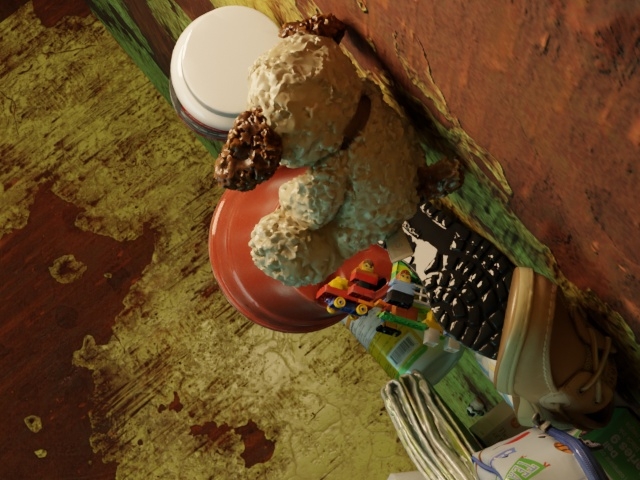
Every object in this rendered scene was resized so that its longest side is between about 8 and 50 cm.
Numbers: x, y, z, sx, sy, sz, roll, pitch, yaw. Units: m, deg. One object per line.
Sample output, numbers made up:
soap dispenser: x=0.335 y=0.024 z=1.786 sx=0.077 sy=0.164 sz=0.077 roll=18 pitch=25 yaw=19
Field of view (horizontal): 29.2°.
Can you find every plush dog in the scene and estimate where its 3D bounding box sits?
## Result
plush dog: x=0.009 y=-0.109 z=1.273 sx=0.210 sy=0.262 sz=0.225 roll=-8 pitch=139 yaw=44

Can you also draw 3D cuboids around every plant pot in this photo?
plant pot: x=0.000 y=0.000 z=1.742 sx=0.272 sy=0.272 sz=0.265 roll=52 pitch=166 yaw=-8

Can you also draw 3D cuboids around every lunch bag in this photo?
lunch bag: x=0.257 y=0.320 z=1.215 sx=0.243 sy=0.115 sz=0.303 roll=96 pitch=150 yaw=-86

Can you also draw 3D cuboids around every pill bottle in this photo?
pill bottle: x=-0.123 y=-0.223 z=1.660 sx=0.161 sy=0.161 sz=0.283 roll=52 pitch=175 yaw=-5
pill bottle: x=0.122 y=0.134 z=2.110 sx=0.246 sy=0.136 sz=0.136 roll=49 pitch=174 yaw=24

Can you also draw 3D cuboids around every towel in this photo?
towel: x=0.238 y=0.387 z=1.857 sx=0.320 sy=0.090 sz=0.374 roll=57 pitch=-177 yaw=40

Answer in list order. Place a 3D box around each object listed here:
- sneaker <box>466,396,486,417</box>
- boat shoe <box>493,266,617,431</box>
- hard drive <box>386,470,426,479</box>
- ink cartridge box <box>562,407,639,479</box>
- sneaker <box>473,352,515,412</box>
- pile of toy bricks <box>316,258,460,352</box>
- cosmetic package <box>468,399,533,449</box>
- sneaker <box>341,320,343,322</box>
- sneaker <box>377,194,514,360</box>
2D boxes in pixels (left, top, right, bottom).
sneaker: x=0.306 y=0.335 z=2.438 sx=0.032 sy=0.037 sz=0.083 roll=46 pitch=174 yaw=27
boat shoe: x=0.248 y=0.117 z=1.249 sx=0.110 sy=0.122 sz=0.341 roll=9 pitch=163 yaw=19
hard drive: x=0.289 y=0.470 z=2.066 sx=0.210 sy=0.318 sz=0.040 roll=62 pitch=141 yaw=43
ink cartridge box: x=0.267 y=0.333 z=1.459 sx=0.121 sy=0.289 sz=0.211 roll=50 pitch=174 yaw=4
sneaker: x=0.246 y=0.156 z=1.544 sx=0.092 sy=0.087 sz=0.228 roll=54 pitch=172 yaw=-9
pile of toy bricks: x=0.113 y=0.058 z=1.586 sx=0.212 sy=0.105 sz=0.118 roll=18 pitch=154 yaw=-16
cosmetic package: x=0.351 y=0.368 z=2.000 sx=0.239 sy=0.099 sz=0.060 roll=52 pitch=172 yaw=-18
sneaker: x=0.112 y=0.136 z=2.337 sx=0.366 sy=0.135 sz=0.150 roll=44 pitch=168 yaw=-11
sneaker: x=0.167 y=0.036 z=1.474 sx=0.283 sy=0.107 sz=0.124 roll=52 pitch=-170 yaw=34
